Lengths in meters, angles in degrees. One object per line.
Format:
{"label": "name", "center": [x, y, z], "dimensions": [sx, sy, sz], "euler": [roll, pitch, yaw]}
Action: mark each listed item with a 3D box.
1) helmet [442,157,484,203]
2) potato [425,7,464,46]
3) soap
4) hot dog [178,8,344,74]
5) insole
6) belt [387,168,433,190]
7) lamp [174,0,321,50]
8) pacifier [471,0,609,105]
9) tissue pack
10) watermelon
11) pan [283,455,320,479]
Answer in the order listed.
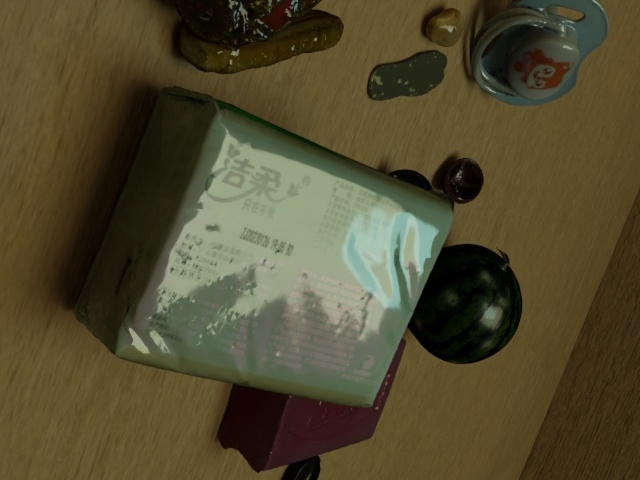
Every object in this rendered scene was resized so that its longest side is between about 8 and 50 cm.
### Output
{"label": "helmet", "center": [0.284, -0.121, 1.885], "dimensions": [0.111, 0.057, 0.089], "euler": [-38, 104, -30]}
{"label": "potato", "center": [0.223, -0.382, 1.610], "dimensions": [0.083, 0.062, 0.068], "euler": [-8, 104, -31]}
{"label": "soap", "center": [-0.006, 0.269, 1.650], "dimensions": [0.359, 0.128, 0.233], "euler": [2, 110, -56]}
{"label": "hot dog", "center": [-0.074, -0.270, 1.212], "dimensions": [0.289, 0.083, 0.068], "euler": [-23, 149, -48]}
{"label": "insole", "center": [0.159, -0.295, 1.612], "dimensions": [0.248, 0.011, 0.081], "euler": [-22, 126, -48]}
{"label": "belt", "center": [0.125, -0.012, 1.650], "dimensions": [0.230, 0.140, 0.126], "euler": [-57, 155, -16]}
{"label": "lamp", "center": [-0.058, -0.349, 1.084], "dimensions": [0.274, 0.177, 0.177], "euler": [-48, 145, -29]}
{"label": "pacifier", "center": [0.428, -0.416, 1.804], "dimensions": [0.299, 0.244, 0.233], "euler": [115, -12, -49]}
{"label": "tissue pack", "center": [-0.068, 0.020, 1.188], "dimensions": [0.405, 0.205, 0.331], "euler": [19, 94, -35]}
{"label": "watermelon", "center": [0.303, 0.133, 1.914], "dimensions": [0.269, 0.269, 0.269], "euler": [-36, 139, -39]}
{"label": "pan", "center": [-0.064, 0.525, 1.823], "dimensions": [0.212, 0.040, 0.115], "euler": [-55, 149, -30]}
